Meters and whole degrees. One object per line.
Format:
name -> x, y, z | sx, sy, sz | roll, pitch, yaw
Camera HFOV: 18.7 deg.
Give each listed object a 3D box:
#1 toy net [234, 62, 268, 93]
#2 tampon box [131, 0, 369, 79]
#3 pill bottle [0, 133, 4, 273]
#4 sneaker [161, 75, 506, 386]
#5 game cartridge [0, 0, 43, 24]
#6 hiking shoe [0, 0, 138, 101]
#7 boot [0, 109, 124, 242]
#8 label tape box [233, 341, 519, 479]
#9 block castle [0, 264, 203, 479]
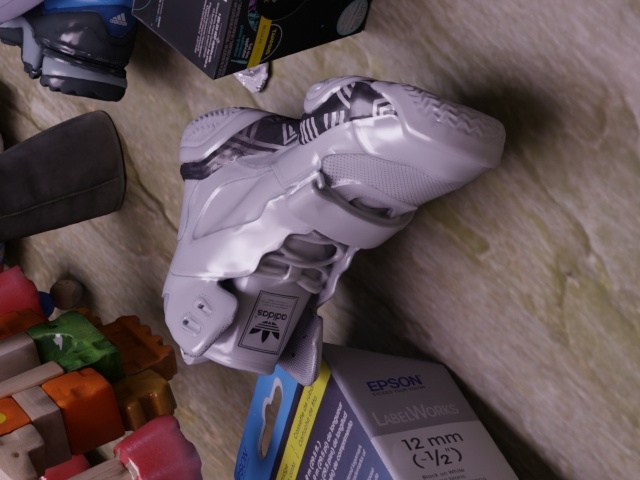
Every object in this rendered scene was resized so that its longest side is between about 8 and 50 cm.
toy net -> -0.122, -0.221, 1.659 | 0.122, 0.045, 0.232 | -31, 83, 50
tampon box -> -0.043, -0.213, 1.479 | 0.101, 0.161, 0.120 | 41, 135, 29
pill bottle -> -0.382, -0.058, 1.973 | 0.124, 0.124, 0.221 | 31, 127, 37
sneaker -> 0.000, 0.000, 1.492 | 0.366, 0.137, 0.210 | -5, 72, 55
game cartridge -> -0.232, -0.301, 1.640 | 0.297, 0.062, 0.198 | -29, 46, 42
hiking shoe -> -0.250, -0.233, 1.772 | 0.304, 0.113, 0.132 | 35, 107, 41
boot -> -0.273, -0.012, 1.800 | 0.076, 0.208, 0.189 | 18, 115, 32
label tape box -> 0.055, 0.235, 1.600 | 0.347, 0.115, 0.249 | 60, 145, 42
block castle -> -0.221, 0.227, 1.815 | 0.453, 0.213, 0.303 | 35, 143, 55
